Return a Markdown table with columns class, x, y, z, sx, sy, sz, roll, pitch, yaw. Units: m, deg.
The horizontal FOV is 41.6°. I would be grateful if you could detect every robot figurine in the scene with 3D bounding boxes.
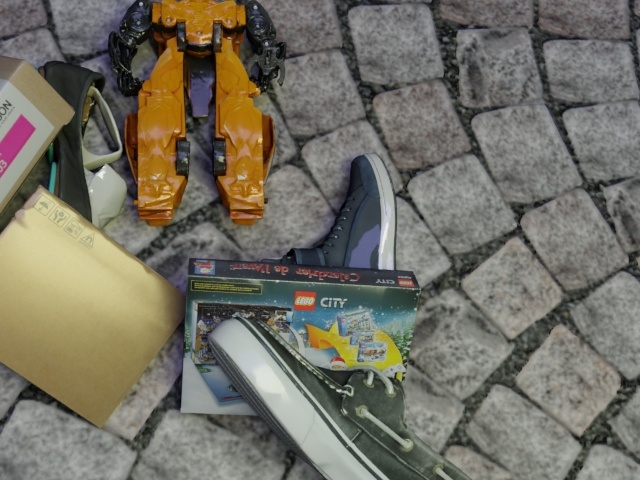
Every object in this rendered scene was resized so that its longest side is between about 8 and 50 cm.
| class | x | y | z | sx | sy | sz | roll | pitch | yaw |
| --- | --- | --- | --- | --- | --- | --- | --- | --- | --- |
| robot figurine | -0.143 | -0.163 | 0.991 | 0.210 | 0.085 | 0.291 | 0 | 69 | -9 |

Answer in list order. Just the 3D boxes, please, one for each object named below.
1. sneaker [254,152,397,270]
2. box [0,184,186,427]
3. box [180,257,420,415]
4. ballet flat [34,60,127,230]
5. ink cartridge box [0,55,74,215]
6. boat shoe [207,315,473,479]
| class | x | y | z | sx | sy | sz | roll | pitch | yaw |
| --- | --- | --- | --- | --- | --- | --- | --- | --- | --- |
| sneaker | 0.000 | 0.000 | 0.945 | 0.163 | 0.086 | 0.226 | 3 | 69 | -10 |
| box | -0.255 | 0.069 | 0.857 | 0.201 | 0.021 | 0.164 | 40 | 78 | -19 |
| box | -0.024 | 0.104 | 0.869 | 0.232 | 0.044 | 0.159 | 4 | 112 | -7 |
| ballet flat | -0.267 | -0.081 | 0.938 | 0.096 | 0.095 | 0.281 | -2 | 68 | -18 |
| ink cartridge box | -0.401 | -0.085 | 0.873 | 0.193 | 0.088 | 0.235 | 13 | 64 | 33 |
| boat shoe | 0.032 | 0.179 | 0.830 | 0.119 | 0.121 | 0.335 | -46 | 106 | -14 |
